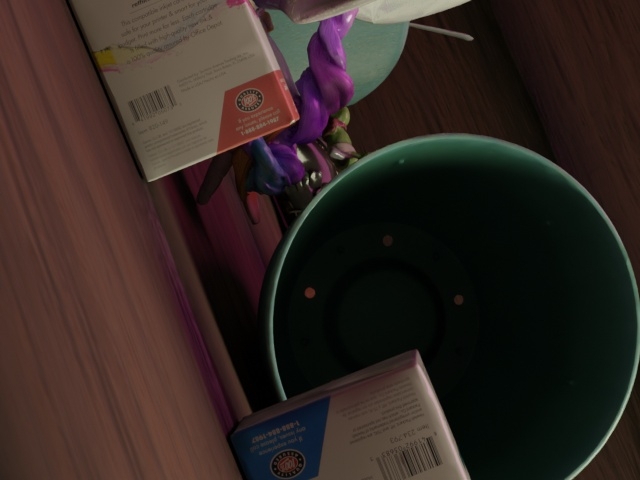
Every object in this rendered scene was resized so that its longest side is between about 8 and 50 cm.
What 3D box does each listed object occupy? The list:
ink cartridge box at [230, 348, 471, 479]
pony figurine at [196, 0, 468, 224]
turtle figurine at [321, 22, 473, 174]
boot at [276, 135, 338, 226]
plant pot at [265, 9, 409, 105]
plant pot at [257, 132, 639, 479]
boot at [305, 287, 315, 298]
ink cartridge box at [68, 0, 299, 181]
[{"bbox_3d":[0.046,0.205,1.028,0.078,0.134,0.231,-42,110,-86],"label":"ink cartridge box"},{"bbox_3d":[-0.016,-0.234,1.227,0.363,0.351,0.303,64,19,2],"label":"pony figurine"},{"bbox_3d":[0.032,-0.178,1.808,0.274,0.198,0.266,41,32,20],"label":"turtle figurine"},{"bbox_3d":[0.000,0.000,1.874,0.263,0.091,0.229,60,13,-27],"label":"boot"},{"bbox_3d":[-0.049,-0.249,1.562,0.252,0.248,0.247,84,-11,-55],"label":"plant pot"},{"bbox_3d":[0.081,0.069,1.272,0.235,0.293,0.293,168,-101,-78],"label":"plant pot"},{"bbox_3d":[0.056,0.123,1.566,0.211,0.295,0.104,155,-53,-64],"label":"boot"},{"bbox_3d":[-0.105,-0.154,1.086,0.067,0.115,0.198,-69,138,-83],"label":"ink cartridge box"}]
